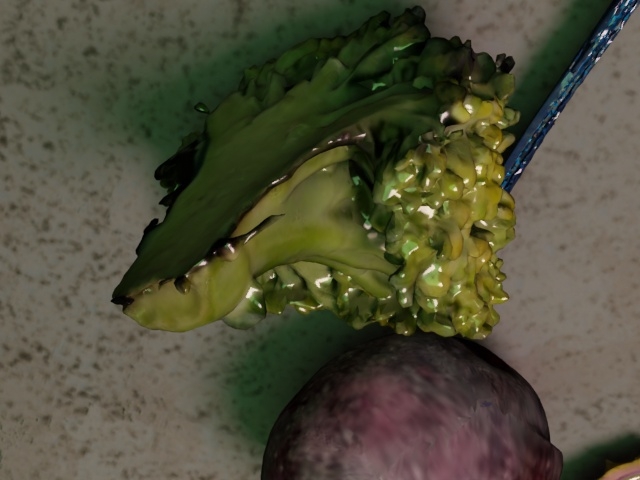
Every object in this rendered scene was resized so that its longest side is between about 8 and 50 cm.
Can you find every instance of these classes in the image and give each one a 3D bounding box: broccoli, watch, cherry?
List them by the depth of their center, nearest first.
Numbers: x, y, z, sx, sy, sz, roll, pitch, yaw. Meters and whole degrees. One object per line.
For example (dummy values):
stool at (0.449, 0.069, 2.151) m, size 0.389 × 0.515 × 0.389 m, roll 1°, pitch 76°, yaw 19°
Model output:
broccoli at (0.011, 0.003, 0.653) m, size 0.242 × 0.273 × 0.180 m, roll -8°, pitch 127°, yaw 37°
watch at (0.234, -0.110, 0.695) m, size 0.276 × 0.068 × 0.274 m, roll 5°, pitch 112°, yaw 3°
cherry at (0.060, 0.149, 0.726) m, size 0.195 × 0.195 × 0.195 m, roll 1°, pitch 107°, yaw 5°

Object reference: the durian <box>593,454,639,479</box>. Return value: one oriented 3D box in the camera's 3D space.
durian at (0.249, 0.231, 0.756) m, size 0.165 × 0.132 × 0.182 m, roll 40°, pitch 103°, yaw -15°
